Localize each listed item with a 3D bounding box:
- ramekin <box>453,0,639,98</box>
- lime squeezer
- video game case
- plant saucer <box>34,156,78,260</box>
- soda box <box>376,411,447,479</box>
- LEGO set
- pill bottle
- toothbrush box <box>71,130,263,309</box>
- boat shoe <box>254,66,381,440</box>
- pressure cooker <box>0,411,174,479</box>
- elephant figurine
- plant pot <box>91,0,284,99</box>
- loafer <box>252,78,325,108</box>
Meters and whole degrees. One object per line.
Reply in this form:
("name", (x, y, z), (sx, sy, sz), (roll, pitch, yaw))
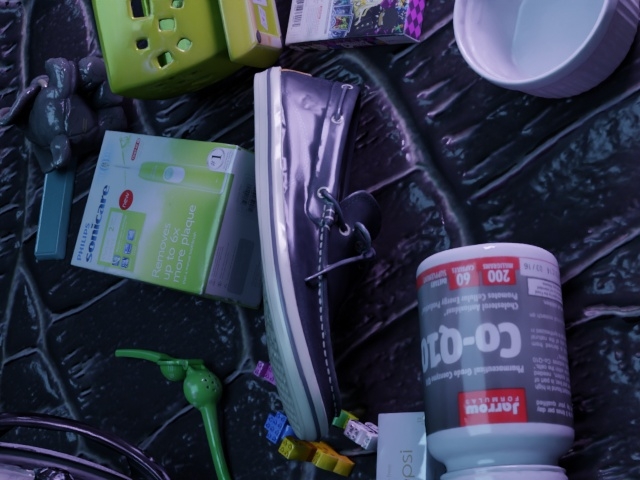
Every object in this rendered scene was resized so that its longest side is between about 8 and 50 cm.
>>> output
("ramekin", (0.269, -0.263, 1.501), (0.207, 0.109, 0.207), (-12, 71, 38))
("lime squeezer", (-0.188, 0.206, 1.803), (0.310, 0.059, 0.110), (43, 136, 37))
("video game case", (0.057, -0.375, 1.755), (0.210, 0.042, 0.232), (1, 79, 40))
("plant saucer", (-0.428, -0.063, 2.094), (0.067, 0.018, 0.192), (-4, 74, 39))
("soda box", (0.111, 0.309, 1.499), (0.074, 0.069, 0.216), (-9, 73, 38))
("LEGO set", (-0.020, 0.232, 1.615), (0.227, 0.093, 0.087), (29, 97, 41))
("pill bottle", (0.191, 0.158, 1.412), (0.161, 0.161, 0.283), (-16, 68, 36))
("toothbrush box", (-0.198, -0.033, 1.823), (0.283, 0.122, 0.206), (11, 85, 43))
("boat shoe", (0.000, 0.000, 1.592), (0.156, 0.187, 0.500), (-2, 61, -3))
("pressure cooker", (-0.375, 0.434, 1.676), (0.376, 0.370, 0.420), (17, 93, 38))
("elephant figurine", (-0.428, -0.191, 2.049), (0.239, 0.186, 0.169), (-11, 94, 43))
("plant pot", (-0.178, -0.323, 1.774), (0.207, 0.228, 0.227), (-10, 93, 13))
("loafer", (-0.042, -0.189, 1.788), (0.125, 0.045, 0.039), (-14, 76, 34))
